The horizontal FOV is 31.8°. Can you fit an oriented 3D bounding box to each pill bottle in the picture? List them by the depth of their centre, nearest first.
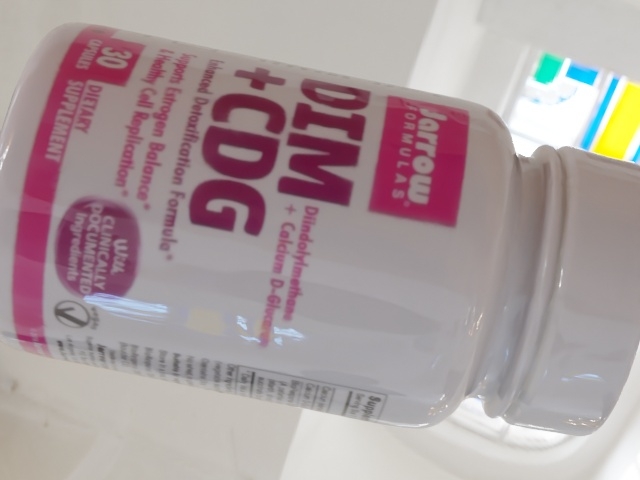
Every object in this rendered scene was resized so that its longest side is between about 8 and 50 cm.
[{"bbox_3d":[0.000,0.000,0.537,0.283,0.160,0.160,11,-140,0],"label":"pill bottle"}]
